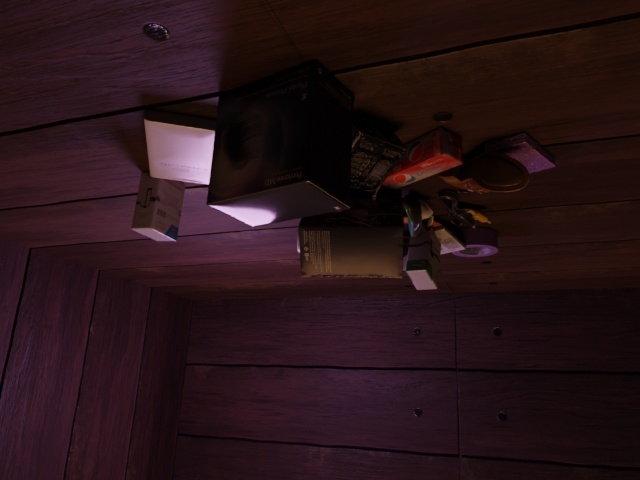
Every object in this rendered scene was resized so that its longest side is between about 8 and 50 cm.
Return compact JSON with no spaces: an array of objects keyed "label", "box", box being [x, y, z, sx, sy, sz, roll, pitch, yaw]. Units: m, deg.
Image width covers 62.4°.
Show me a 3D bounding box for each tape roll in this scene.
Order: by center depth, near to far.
[{"label":"tape roll","box":[0.648,0.009,2.227,0.189,0.080,0.189,2,163,0]}]

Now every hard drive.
[{"label":"hard drive","box":[-0.389,-0.256,1.512,0.203,0.040,0.307,6,157,-12]}]

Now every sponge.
[{"label":"sponge","box":[0.567,-0.240,1.496,0.117,0.031,0.210,-12,159,42]}]

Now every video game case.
[{"label":"video game case","box":[0.488,0.003,2.151,0.157,0.019,0.143,37,147,-29]}]

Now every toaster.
[{"label":"toaster","box":[0.110,-0.222,1.403,0.168,0.110,0.186,13,129,-30]}]

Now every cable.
[{"label":"cable","box":[0.494,-0.122,1.909,0.139,0.072,0.287,9,161,48]}]

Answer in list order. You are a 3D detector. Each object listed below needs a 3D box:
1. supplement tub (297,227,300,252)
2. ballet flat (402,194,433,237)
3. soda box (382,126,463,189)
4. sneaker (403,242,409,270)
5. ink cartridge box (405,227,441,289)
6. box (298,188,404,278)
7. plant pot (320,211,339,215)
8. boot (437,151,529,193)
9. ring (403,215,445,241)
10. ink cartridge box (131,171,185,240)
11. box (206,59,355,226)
[{"label":"supplement tub","box":[0.000,0.000,2.228,0.190,0.117,0.117,2,163,3]},{"label":"ballet flat","box":[0.355,-0.097,1.902,0.096,0.095,0.280,-15,157,9]},{"label":"soda box","box":[0.271,-0.226,1.498,0.092,0.083,0.263,15,160,-35]},{"label":"sneaker","box":[0.311,0.068,2.230,0.182,0.127,0.315,-9,174,39]},{"label":"ink cartridge box","box":[0.406,0.067,2.072,0.087,0.208,0.153,-7,144,28]},{"label":"box","box":[0.109,-0.034,1.706,0.312,0.179,0.343,1,-156,6]},{"label":"plant pot","box":[-0.018,-0.181,1.529,0.191,0.174,0.191,2,164,1]},{"label":"boot","box":[0.495,-0.175,1.528,0.283,0.109,0.220,6,176,42]},{"label":"ring","box":[0.341,-0.049,2.168,0.336,0.032,0.336,2,164,1]},{"label":"ink cartridge box","box":[-0.543,-0.114,1.783,0.086,0.203,0.148,-1,163,19]},{"label":"box","box":[-0.090,-0.212,1.233,0.296,0.294,0.183,-9,160,33]}]
